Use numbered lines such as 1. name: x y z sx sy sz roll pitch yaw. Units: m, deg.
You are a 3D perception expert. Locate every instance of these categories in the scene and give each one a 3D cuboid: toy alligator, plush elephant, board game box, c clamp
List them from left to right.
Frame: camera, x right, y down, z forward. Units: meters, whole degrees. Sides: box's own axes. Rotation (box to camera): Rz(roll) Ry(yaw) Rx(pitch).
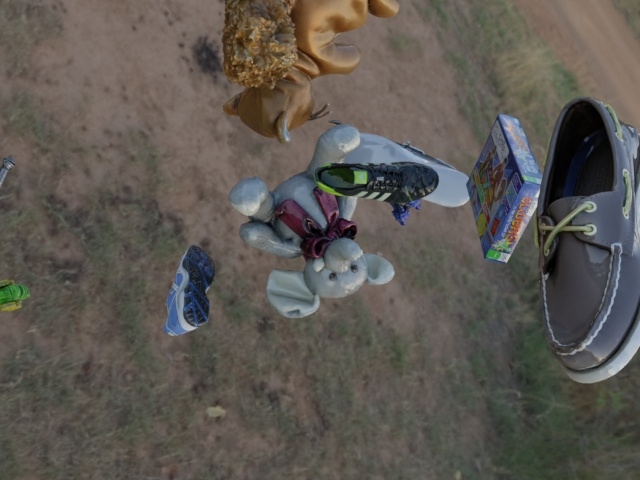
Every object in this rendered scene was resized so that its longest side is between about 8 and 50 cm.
1. c clamp: -0.557 -0.083 1.229 0.022 0.137 0.160 25 62 -24
2. toy alligator: -0.599 0.106 1.418 0.190 0.051 0.056 143 -71 -80
3. plush elephant: 0.000 0.000 1.367 0.272 0.330 0.255 -30 68 -21
4. board game box: 0.267 -0.080 1.054 0.035 0.136 0.201 13 36 -7

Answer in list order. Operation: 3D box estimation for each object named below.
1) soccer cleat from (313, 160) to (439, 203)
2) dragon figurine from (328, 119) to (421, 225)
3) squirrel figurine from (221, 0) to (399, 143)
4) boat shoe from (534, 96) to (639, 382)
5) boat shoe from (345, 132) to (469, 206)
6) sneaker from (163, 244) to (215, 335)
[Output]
1. soccer cleat: 0.077 -0.085 1.023 0.072 0.179 0.060 1 91 -76
2. dragon figurine: 0.132 -0.167 1.627 0.085 0.144 0.289 -42 123 -24
3. squirrel figurine: -0.088 -0.391 1.432 0.281 0.370 0.397 34 17 24
4. boat shoe: 0.265 -0.015 0.717 0.097 0.117 0.324 40 52 -22
5. boat shoe: 0.179 -0.162 1.557 0.307 0.113 0.105 14 19 -6
6. sneaker: -0.256 0.090 1.366 0.080 0.081 0.211 41 30 -28
